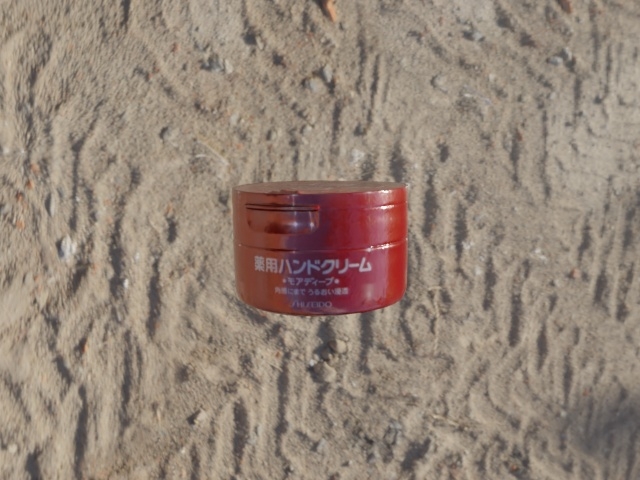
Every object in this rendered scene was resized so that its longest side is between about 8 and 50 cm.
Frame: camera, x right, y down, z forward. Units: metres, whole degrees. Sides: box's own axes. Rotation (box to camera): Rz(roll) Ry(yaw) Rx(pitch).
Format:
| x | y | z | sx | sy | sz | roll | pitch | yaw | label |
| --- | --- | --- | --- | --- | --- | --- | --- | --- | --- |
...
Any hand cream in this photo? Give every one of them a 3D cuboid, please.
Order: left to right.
| x | y | z | sx | sy | sz | roll | pitch | yaw | label |
| --- | --- | --- | --- | --- | --- | --- | --- | --- | --- |
| 0.000 | 0.000 | 0.683 | 0.193 | 0.193 | 0.125 | -7 | 100 | -24 | hand cream |
